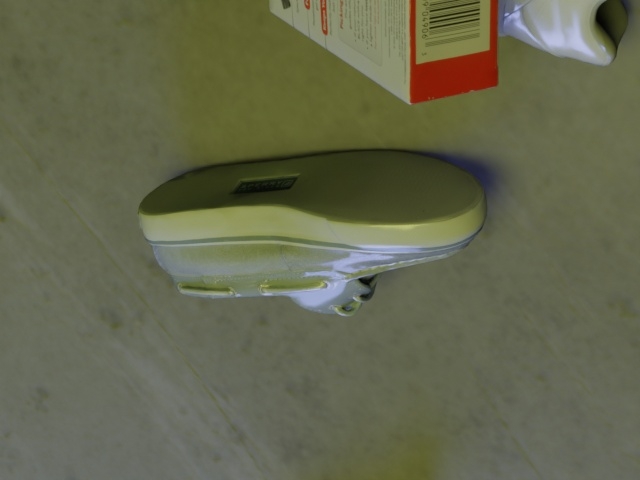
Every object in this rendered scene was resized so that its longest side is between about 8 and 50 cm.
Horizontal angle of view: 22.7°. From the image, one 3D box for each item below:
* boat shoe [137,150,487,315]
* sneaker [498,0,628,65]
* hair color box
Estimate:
[{"bbox_3d":[-0.001,0.001,0.931,0.228,0.079,0.081,0,123,32],"label":"boat shoe"},{"bbox_3d":[0.149,-0.184,0.760,0.115,0.090,0.232,25,132,6],"label":"sneaker"},{"bbox_3d":[0.027,-0.139,0.797,0.167,0.053,0.093,41,139,54],"label":"hair color box"}]
